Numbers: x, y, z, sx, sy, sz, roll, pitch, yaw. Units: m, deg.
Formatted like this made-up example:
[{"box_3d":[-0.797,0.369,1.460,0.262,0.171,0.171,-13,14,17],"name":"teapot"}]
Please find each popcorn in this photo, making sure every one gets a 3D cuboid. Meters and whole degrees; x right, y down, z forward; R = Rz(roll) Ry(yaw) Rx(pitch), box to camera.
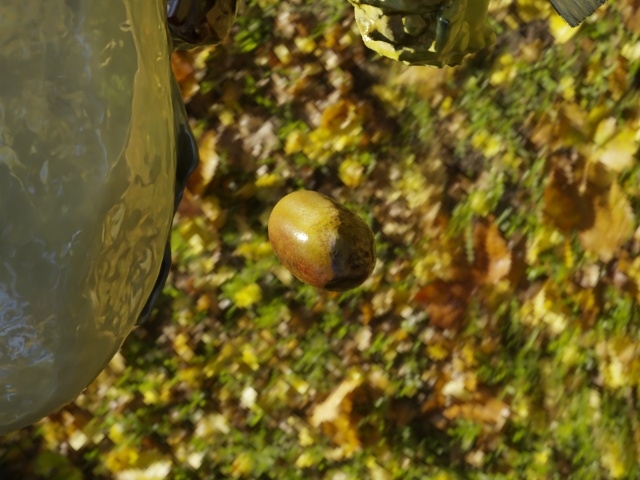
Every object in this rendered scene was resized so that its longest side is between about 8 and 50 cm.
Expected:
[{"box_3d":[0.112,-0.252,1.472,0.142,0.173,0.173,2,118,50],"name":"popcorn"}]

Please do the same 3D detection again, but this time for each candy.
[{"box_3d":[-0.273,-0.072,0.976,0.386,0.186,0.426,-16,92,28],"name":"candy"}]

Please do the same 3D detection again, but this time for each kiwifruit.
[{"box_3d":[0.000,0.000,1.161,0.124,0.075,0.075,-139,38,-59],"name":"kiwifruit"}]

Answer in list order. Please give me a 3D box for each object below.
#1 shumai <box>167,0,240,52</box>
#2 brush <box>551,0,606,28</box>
[{"box_3d":[-0.159,-0.228,1.332,0.204,0.272,0.222,-6,105,4],"name":"shumai"},{"box_3d":[0.163,-0.337,1.268,0.090,0.017,0.314,-39,96,-3],"name":"brush"}]
